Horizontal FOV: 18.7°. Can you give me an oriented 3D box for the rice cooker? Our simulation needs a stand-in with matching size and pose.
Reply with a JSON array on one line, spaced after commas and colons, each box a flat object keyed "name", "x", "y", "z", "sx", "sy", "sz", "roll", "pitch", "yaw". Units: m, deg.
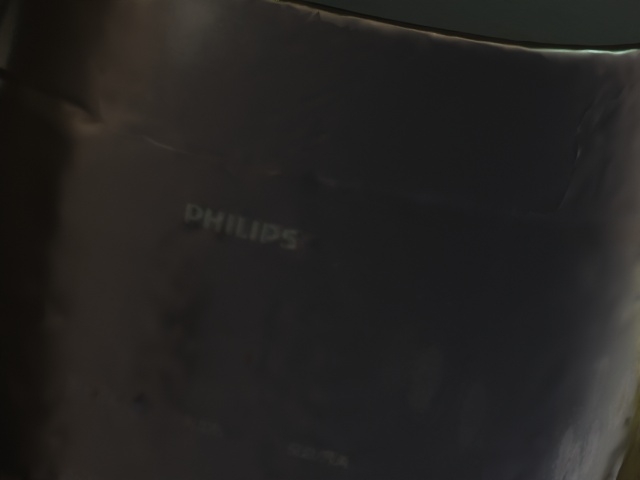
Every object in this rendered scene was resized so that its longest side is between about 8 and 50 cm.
[{"name": "rice cooker", "x": 0.000, "y": 0.000, "z": 0.596, "sx": 0.267, "sy": 0.267, "sz": 0.224, "roll": -5, "pitch": 117, "yaw": -29}]
